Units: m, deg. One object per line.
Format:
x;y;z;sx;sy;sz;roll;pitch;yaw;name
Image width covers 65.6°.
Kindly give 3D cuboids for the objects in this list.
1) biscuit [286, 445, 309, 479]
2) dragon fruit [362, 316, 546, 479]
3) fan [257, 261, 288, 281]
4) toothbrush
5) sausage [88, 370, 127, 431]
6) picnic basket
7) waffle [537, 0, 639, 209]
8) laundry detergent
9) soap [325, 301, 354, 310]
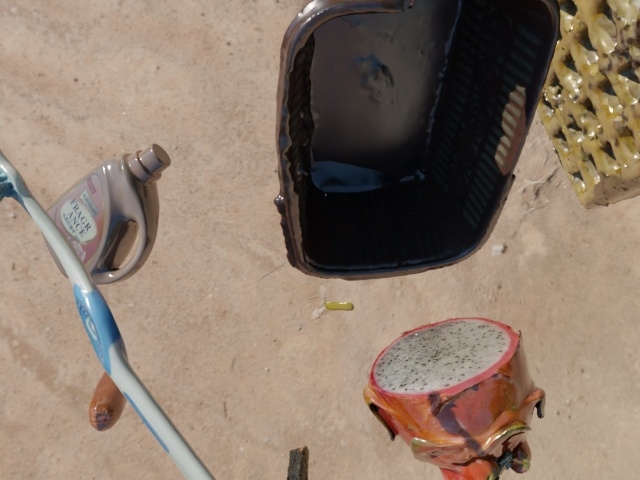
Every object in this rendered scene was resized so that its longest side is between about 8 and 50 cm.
-0.062;0.639;1.291;0.034;0.199;0.064;34;132;-29;biscuit
0.248;0.297;0.894;0.306;0.305;0.225;-20;100;17;dragon fruit
-0.001;-0.001;1.171;0.012;0.415;0.233;54;132;5;fan
-0.167;0.073;0.394;0.040;0.040;0.386;-38;88;15;toothbrush
-0.447;0.326;1.061;0.077;0.194;0.077;-2;109;-7;sausage
0.061;-0.102;0.456;0.223;0.296;0.129;-7;47;-7;picnic basket
0.332;-0.186;0.524;0.114;0.376;0.260;-20;82;11;waffle
-0.311;-0.032;0.767;0.237;0.076;0.171;-32;80;16;laundry detergent
0.056;0.195;1.476;0.089;0.012;0.034;0;123;17;soap
